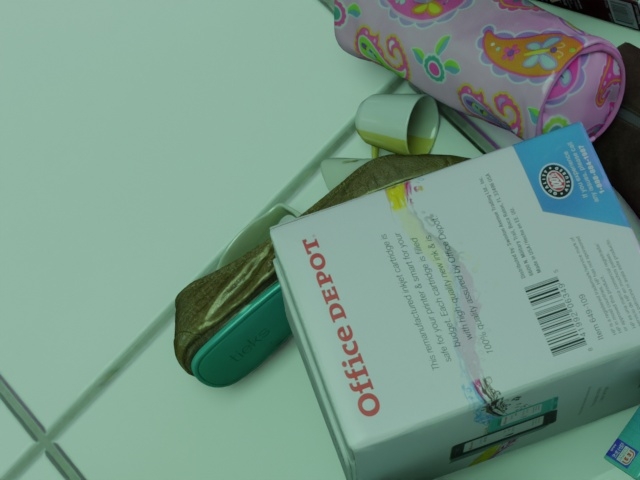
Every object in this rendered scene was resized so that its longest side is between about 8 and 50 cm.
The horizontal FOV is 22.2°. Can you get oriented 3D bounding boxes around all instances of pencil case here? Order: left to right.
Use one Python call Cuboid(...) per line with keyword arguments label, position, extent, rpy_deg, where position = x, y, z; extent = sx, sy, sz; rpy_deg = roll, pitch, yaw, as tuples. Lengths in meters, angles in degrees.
Cuboid(label="pencil case", position=(0.134, -0.172, 1.458), extent=(0.284, 0.124, 0.124), rpy_deg=(32, 87, 38))

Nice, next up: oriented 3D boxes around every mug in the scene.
Cuboid(label="mug", position=(0.065, -0.103, 1.520), extent=(0.064, 0.062, 0.078), rpy_deg=(12, 73, 30))

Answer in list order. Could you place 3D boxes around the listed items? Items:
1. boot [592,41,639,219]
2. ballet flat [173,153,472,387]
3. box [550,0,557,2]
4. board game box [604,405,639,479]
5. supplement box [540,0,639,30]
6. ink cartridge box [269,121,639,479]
Cuboid(label="boot", position=(0.294, -0.038, 1.424), extent=(0.207, 0.090, 0.248), rpy_deg=(27, 86, 36))
Cuboid(label="ballet flat", position=(0.000, 0.000, 1.500), extent=(0.342, 0.116, 0.124), rpy_deg=(-36, 48, 11))
Cuboid(label="box", position=(0.189, -0.358, 1.367), extent=(0.117, 0.243, 0.213), rpy_deg=(-24, 66, 8))
Cuboid(label="board game box", position=(0.344, 0.130, 1.304), extent=(0.210, 0.160, 0.047), rpy_deg=(-56, 32, -1))
Cuboid(label="supplement box", position=(0.221, -0.289, 1.509), extent=(0.239, 0.073, 0.130), rpy_deg=(21, 82, 22))
Cuboid(label="ink cartridge box", position=(0.118, 0.065, 1.342), extent=(0.270, 0.197, 0.198), rpy_deg=(-19, 69, -5))
